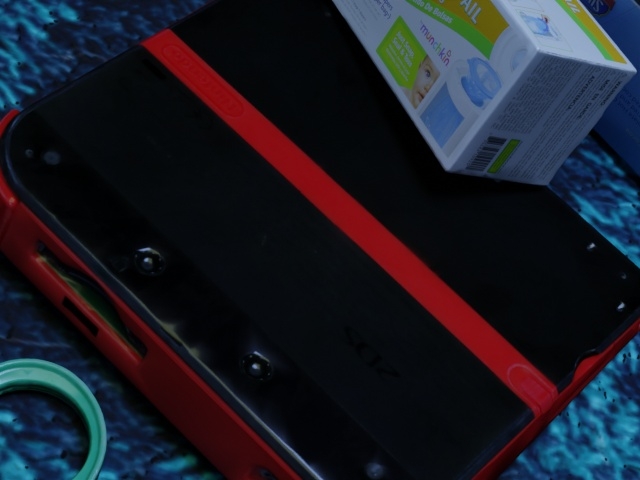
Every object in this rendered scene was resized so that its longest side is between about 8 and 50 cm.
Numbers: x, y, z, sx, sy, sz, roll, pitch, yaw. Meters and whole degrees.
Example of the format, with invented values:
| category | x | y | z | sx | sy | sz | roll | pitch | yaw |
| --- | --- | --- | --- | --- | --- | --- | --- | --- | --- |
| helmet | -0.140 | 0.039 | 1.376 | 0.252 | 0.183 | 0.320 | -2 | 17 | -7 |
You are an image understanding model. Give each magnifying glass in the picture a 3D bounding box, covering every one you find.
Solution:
| category | x | y | z | sx | sy | sz | roll | pitch | yaw |
| --- | --- | --- | --- | --- | --- | --- | --- | --- | --- |
| magnifying glass | -0.167 | 0.171 | 0.843 | 0.092 | 0.026 | 0.231 | 5 | 57 | -15 |

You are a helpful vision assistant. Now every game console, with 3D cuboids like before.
| category | x | y | z | sx | sy | sz | roll | pitch | yaw |
| --- | --- | --- | --- | --- | --- | --- | --- | --- | --- |
| game console | 0.000 | 0.000 | 1.002 | 0.386 | 0.060 | 0.342 | 44 | 49 | 12 |

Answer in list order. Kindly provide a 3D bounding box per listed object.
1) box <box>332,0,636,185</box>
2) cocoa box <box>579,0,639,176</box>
| category | x | y | z | sx | sy | sz | roll | pitch | yaw |
| --- | --- | --- | --- | --- | --- | --- | --- | --- | --- |
| box | 0.107 | -0.151 | 1.055 | 0.103 | 0.114 | 0.203 | 5 | 42 | -40 |
| cocoa box | 0.348 | -0.152 | 1.101 | 0.231 | 0.228 | 0.347 | -29 | 70 | -32 |
